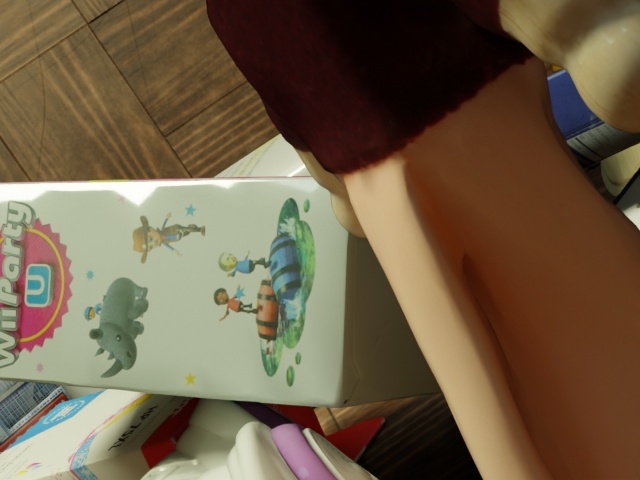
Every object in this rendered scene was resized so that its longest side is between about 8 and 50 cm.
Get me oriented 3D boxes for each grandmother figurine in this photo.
[{"bbox_3d":[0.028,-0.035,0.391,0.104,0.342,0.208,-37,6,-29],"label":"grandmother figurine"}]

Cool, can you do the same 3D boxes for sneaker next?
[{"bbox_3d":[-0.031,0.146,0.544,0.152,0.114,0.305,-50,5,-9],"label":"sneaker"}]

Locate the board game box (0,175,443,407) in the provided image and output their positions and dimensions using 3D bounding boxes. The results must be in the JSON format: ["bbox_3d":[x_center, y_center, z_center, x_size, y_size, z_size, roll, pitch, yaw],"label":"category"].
[{"bbox_3d":[-0.058,0.022,0.708,0.303,0.097,0.224,-1,-3,32],"label":"board game box"}]

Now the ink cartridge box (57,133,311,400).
[{"bbox_3d":[0.000,0.000,1.106,0.384,0.160,0.279,-32,10,16],"label":"ink cartridge box"}]

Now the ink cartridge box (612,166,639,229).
[{"bbox_3d":[0.287,-0.067,0.599,0.371,0.069,0.176,-26,10,39],"label":"ink cartridge box"}]

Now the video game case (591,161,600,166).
[{"bbox_3d":[0.278,-0.125,1.307,0.227,0.026,0.206,-36,6,-18],"label":"video game case"}]

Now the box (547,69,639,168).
[{"bbox_3d":[0.178,-0.081,0.711,0.225,0.036,0.136,-23,-8,15],"label":"box"}]

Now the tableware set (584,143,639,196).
[{"bbox_3d":[0.239,-0.121,0.967,0.128,0.039,0.194,-139,61,-72],"label":"tableware set"}]

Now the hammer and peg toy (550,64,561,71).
[{"bbox_3d":[0.347,-0.269,1.562,0.361,0.127,0.266,-26,1,-27],"label":"hammer and peg toy"}]

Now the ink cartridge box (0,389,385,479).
[{"bbox_3d":[-0.091,0.132,0.844,0.231,0.078,0.134,-20,13,30],"label":"ink cartridge box"}]

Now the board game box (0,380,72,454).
[{"bbox_3d":[-0.216,0.152,0.942,0.060,0.194,0.194,-30,7,31],"label":"board game box"}]
